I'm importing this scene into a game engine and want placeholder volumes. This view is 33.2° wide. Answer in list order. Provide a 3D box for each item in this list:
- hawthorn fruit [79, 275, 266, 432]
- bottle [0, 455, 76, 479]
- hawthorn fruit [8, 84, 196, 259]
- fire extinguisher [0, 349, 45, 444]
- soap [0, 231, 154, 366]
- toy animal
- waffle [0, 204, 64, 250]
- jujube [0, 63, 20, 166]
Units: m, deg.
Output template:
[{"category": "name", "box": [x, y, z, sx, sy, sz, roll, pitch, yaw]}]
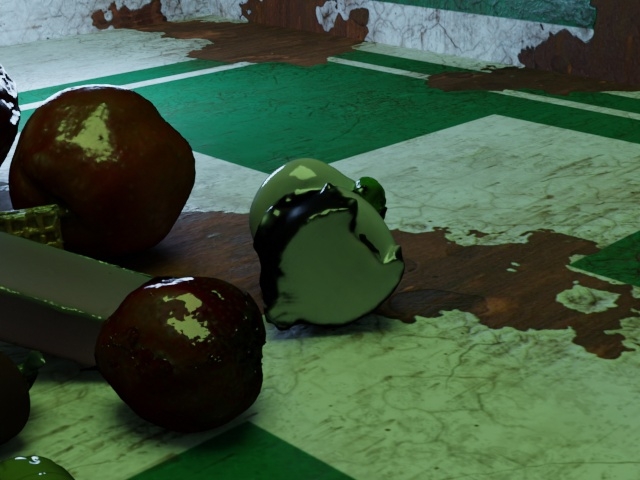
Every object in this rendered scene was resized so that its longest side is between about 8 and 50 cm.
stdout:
[{"category": "hawthorn fruit", "box": [-0.177, 0.130, 1.213, 0.235, 0.181, 0.181, -9, 19, 14]}, {"category": "bottle", "box": [-0.207, 0.278, 0.888, 0.112, 0.112, 0.260, -15, 26, -34]}, {"category": "hawthorn fruit", "box": [-0.358, -0.091, 1.669, 0.287, 0.287, 0.330, 5, 28, 15]}, {"category": "fire extinguisher", "box": [-0.413, 0.198, 1.121, 0.135, 0.114, 0.337, -41, -6, 38]}, {"category": "soap", "box": [-0.349, 0.073, 1.365, 0.259, 0.081, 0.181, 16, 17, -10]}, {"category": "toy animal", "box": [0.007, -0.007, 1.503, 0.212, 0.212, 0.267, -2, 27, -4]}, {"category": "waffle", "box": [-0.407, 0.028, 1.506, 0.102, 0.148, 0.042, -9, 12, -17]}, {"category": "jujube", "box": [-0.694, -0.218, 1.981, 0.276, 0.276, 0.377, -4, 21, -8]}]
